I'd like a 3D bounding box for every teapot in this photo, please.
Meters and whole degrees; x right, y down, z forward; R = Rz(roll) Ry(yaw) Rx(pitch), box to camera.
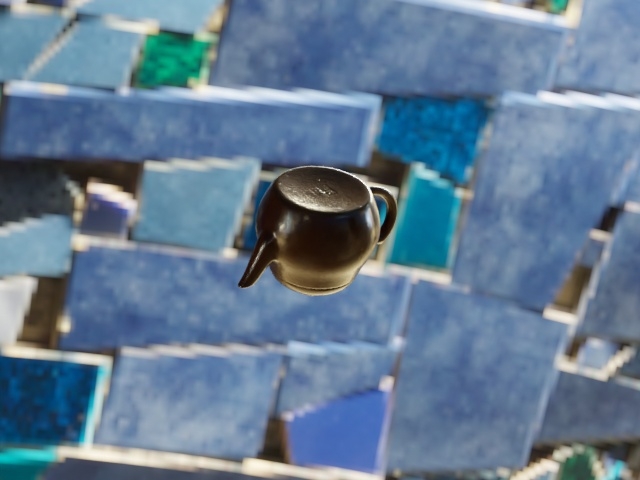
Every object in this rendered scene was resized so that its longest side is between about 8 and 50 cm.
[{"bbox_3d":[0.000,0.000,1.673,0.173,0.116,0.116,-17,36,-35],"label":"teapot"}]
